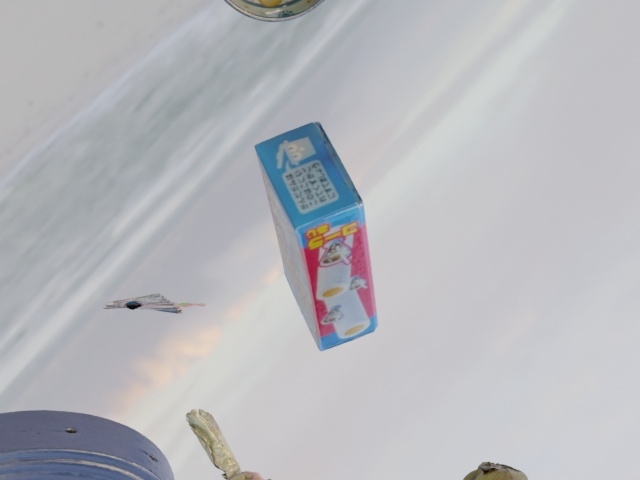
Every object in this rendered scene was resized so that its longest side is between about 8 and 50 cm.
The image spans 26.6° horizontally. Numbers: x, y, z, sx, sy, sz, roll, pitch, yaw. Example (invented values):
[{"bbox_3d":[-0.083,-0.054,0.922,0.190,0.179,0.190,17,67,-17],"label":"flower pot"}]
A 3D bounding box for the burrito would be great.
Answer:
[{"bbox_3d":[-0.185,0.357,2.367,0.041,0.149,0.055,-31,-179,9],"label":"burrito"}]

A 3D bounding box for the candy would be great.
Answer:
[{"bbox_3d":[-0.001,0.001,1.823,0.100,0.157,0.306,-22,146,-7],"label":"candy"}]

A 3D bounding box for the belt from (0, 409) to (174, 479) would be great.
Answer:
[{"bbox_3d":[-0.322,0.299,1.445,0.347,0.212,0.117,-6,-162,-11],"label":"belt"}]

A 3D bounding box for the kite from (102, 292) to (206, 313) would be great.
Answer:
[{"bbox_3d":[-0.288,0.112,2.333,0.241,0.183,0.014,96,-7,-78],"label":"kite"}]

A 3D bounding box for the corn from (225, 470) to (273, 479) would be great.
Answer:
[{"bbox_3d":[-0.164,0.409,1.598,0.335,0.126,0.126,-40,-178,-20],"label":"corn"}]

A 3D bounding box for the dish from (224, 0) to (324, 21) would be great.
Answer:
[{"bbox_3d":[-0.064,-0.430,1.944,0.228,0.236,0.086,-40,-158,1],"label":"dish"}]

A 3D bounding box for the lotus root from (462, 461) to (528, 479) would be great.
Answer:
[{"bbox_3d":[0.333,0.565,2.580,0.152,0.160,0.275,10,-87,60],"label":"lotus root"}]
